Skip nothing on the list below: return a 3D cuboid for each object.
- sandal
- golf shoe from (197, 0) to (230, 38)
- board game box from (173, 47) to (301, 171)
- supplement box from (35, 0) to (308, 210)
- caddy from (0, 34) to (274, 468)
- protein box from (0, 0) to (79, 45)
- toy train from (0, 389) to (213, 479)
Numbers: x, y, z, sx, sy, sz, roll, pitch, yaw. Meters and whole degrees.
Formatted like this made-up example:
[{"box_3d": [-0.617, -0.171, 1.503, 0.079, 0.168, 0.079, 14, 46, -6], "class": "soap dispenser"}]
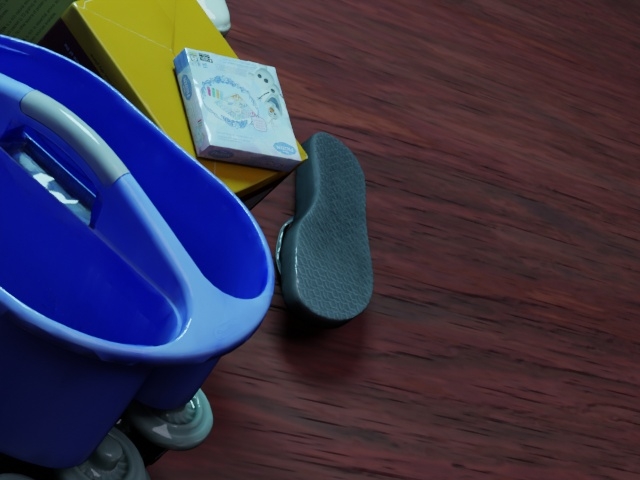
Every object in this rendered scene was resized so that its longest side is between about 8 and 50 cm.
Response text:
[{"box_3d": [0.001, 0.000, 1.764, 0.097, 0.054, 0.254, 41, 29, -21], "class": "sandal"}, {"box_3d": [-0.127, -0.277, 1.833, 0.069, 0.086, 0.176, -17, 74, -51], "class": "golf shoe"}, {"box_3d": [-0.064, -0.100, 1.487, 0.090, 0.020, 0.090, 9, 54, -39], "class": "board game box"}, {"box_3d": [-0.156, -0.075, 1.554, 0.191, 0.194, 0.129, 55, 39, 6], "class": "supplement box"}, {"box_3d": [-0.193, -0.012, 1.321, 0.341, 0.179, 0.241, 40, 36, 17], "class": "caddy"}, {"box_3d": [-0.264, -0.273, 1.609, 0.201, 0.200, 0.136, 32, 41, -19], "class": "protein box"}, {"box_3d": [-0.220, 0.145, 1.369, 0.190, 0.142, 0.334, 43, 37, 7], "class": "toy train"}]
